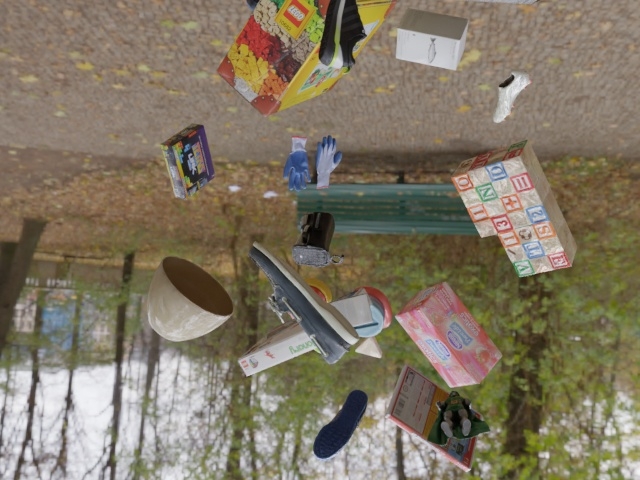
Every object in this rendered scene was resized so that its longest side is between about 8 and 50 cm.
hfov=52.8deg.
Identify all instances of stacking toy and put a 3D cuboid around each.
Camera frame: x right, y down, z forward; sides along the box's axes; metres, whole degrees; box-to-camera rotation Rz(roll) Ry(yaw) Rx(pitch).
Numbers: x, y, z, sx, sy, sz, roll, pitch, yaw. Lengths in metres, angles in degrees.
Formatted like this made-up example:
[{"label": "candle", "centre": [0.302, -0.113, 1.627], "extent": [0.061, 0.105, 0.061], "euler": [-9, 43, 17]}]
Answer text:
[{"label": "stacking toy", "centre": [0.056, 0.272, 1.977], "extent": [0.308, 0.280, 0.130], "euler": [4, -150, 17]}]

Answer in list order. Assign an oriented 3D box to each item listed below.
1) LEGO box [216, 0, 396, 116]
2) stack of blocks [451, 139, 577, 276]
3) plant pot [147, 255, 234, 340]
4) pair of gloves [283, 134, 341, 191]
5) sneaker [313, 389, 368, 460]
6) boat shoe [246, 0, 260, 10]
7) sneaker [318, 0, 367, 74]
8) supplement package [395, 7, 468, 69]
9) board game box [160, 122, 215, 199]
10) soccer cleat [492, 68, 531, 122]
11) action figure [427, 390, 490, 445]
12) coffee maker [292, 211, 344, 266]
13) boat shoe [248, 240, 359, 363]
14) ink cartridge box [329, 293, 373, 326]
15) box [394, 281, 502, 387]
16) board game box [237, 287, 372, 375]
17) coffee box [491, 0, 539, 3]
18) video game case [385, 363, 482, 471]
[{"label": "LEGO box", "centre": [-0.022, -0.596, 1.859], "extent": [0.372, 0.193, 0.500], "euler": [-49, 177, 30]}, {"label": "stack of blocks", "centre": [0.452, -0.065, 1.499], "extent": [0.171, 0.297, 0.087], "euler": [-17, -158, 40]}, {"label": "plant pot", "centre": [-0.448, 0.214, 2.090], "extent": [0.284, 0.191, 0.284], "euler": [38, -168, -9]}, {"label": "pair of gloves", "centre": [-0.019, -0.221, 1.840], "extent": [0.198, 0.159, 0.023], "euler": [-6, -160, -37]}, {"label": "sneaker", "centre": [0.058, 0.520, 1.770], "extent": [0.081, 0.232, 0.090], "euler": [29, 142, 22]}, {"label": "boat shoe", "centre": [-0.181, -0.772, 1.885], "extent": [0.109, 0.258, 0.089], "euler": [-3, 147, -9]}, {"label": "sneaker", "centre": [0.063, -0.501, 1.507], "extent": [0.097, 0.235, 0.084], "euler": [15, 174, -18]}, {"label": "supplement package", "centre": [0.313, -0.567, 1.817], "extent": [0.179, 0.105, 0.105], "euler": [16, 145, 15]}, {"label": "board game box", "centre": [-0.372, -0.224, 1.830], "extent": [0.048, 0.170, 0.141], "euler": [14, -139, 28]}, {"label": "soccer cleat", "centre": [0.574, -0.450, 1.995], "extent": [0.076, 0.068, 0.196], "euler": [13, 138, -12]}, {"label": "action figure", "centre": [0.314, 0.400, 1.502], "extent": [0.137, 0.064, 0.232], "euler": [-8, -177, 10]}, {"label": "coffee maker", "centre": [0.000, 0.000, 2.210], "extent": [0.171, 0.178, 0.120], "euler": [21, 135, -6]}, {"label": "boat shoe", "centre": [-0.044, 0.108, 1.139], "extent": [0.254, 0.079, 0.095], "euler": [44, -173, 4]}, {"label": "ink cartridge box", "centre": [0.051, 0.157, 1.391], "extent": [0.115, 0.063, 0.029], "euler": [-14, 178, 4]}, {"label": "box", "centre": [0.401, 0.297, 2.021], "extent": [0.142, 0.300, 0.154], "euler": [-40, -176, -30]}, {"label": "board game box", "centre": [-0.037, 0.223, 1.575], "extent": [0.305, 0.053, 0.193], "euler": [-28, -176, 32]}, {"label": "coffee box", "centre": [0.362, -0.602, 1.413], "extent": [0.246, 0.141, 0.098], "euler": [4, -168, 4]}, {"label": "video game case", "centre": [0.337, 0.515, 1.893], "extent": [0.285, 0.204, 0.025], "euler": [34, 131, -1]}]
